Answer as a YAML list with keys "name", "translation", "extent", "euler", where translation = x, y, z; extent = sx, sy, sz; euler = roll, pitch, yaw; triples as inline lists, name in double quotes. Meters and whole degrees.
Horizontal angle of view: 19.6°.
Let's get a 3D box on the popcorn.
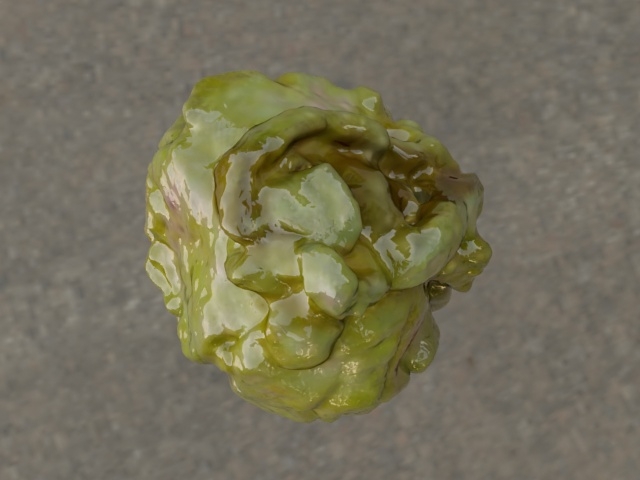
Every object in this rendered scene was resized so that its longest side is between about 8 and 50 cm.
- name: "popcorn"
  translation: [0.000, 0.000, 1.208]
  extent: [0.259, 0.212, 0.259]
  euler: [29, 126, 50]
